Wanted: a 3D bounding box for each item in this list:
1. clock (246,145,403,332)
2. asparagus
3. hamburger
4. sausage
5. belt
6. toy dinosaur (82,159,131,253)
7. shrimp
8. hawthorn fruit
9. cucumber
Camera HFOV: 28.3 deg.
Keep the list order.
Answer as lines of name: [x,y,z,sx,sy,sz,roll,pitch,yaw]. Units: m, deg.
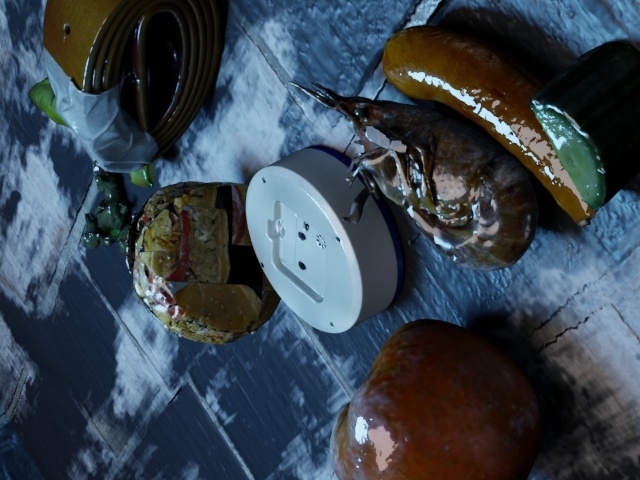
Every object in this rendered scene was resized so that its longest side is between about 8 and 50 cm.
clock: [0.000,0.000,1.591,0.230,0.083,0.230,36,139,40]
asparagus: [-0.335,-0.174,1.957,0.343,0.085,0.082,32,141,38]
hamburger: [-0.149,0.025,1.693,0.107,0.231,0.231,-11,104,57]
sausage: [0.174,-0.130,1.230,0.302,0.076,0.103,43,143,30]
belt: [-0.242,-0.238,1.632,0.122,0.217,0.339,47,148,25]
toy dinosaur: [-0.349,-0.060,2.130,0.179,0.087,0.187,-98,21,-58]
shrimp: [0.090,-0.083,1.354,0.343,0.116,0.145,38,134,30]
hawthorn fruit: [0.142,0.203,1.422,0.231,0.263,0.235,-97,7,-64]
cucumber: [0.252,-0.103,1.109,0.116,0.115,0.062,58,150,-8]
